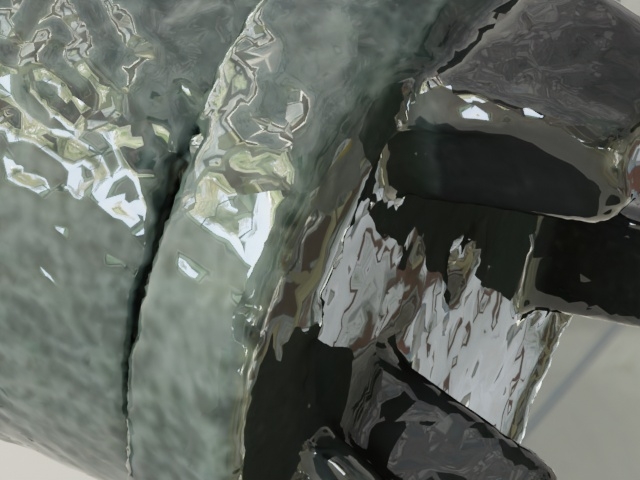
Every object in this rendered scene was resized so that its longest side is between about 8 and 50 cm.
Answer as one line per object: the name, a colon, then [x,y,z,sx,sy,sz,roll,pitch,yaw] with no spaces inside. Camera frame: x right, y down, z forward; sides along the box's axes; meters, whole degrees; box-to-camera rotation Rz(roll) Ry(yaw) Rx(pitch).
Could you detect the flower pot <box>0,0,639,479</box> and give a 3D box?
flower pot: [0.000,0.000,0.663,0.283,0.299,0.299,20,-175,25]
